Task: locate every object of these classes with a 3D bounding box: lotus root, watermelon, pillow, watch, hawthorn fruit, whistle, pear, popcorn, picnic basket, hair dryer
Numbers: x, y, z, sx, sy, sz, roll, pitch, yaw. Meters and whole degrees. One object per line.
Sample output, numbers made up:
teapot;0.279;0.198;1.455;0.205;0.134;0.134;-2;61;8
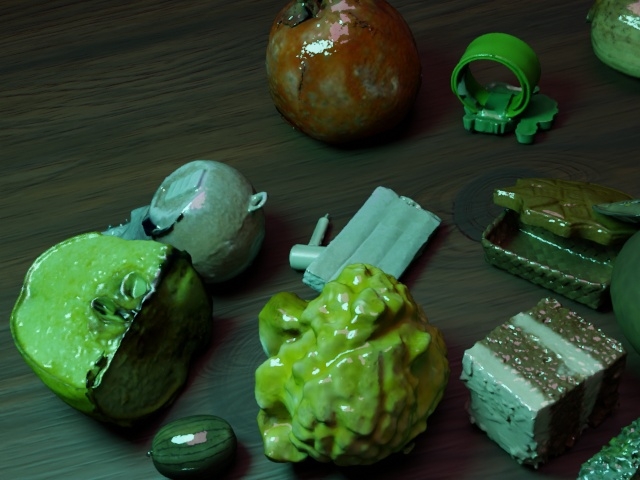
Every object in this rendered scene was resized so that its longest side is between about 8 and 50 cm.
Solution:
lotus root;0.548;-0.349;1.398;0.140;0.154;0.257;-11;38;-46
watermelon;-0.156;0.254;1.024;0.111;0.078;0.078;-11;45;2
pillow;0.472;-0.044;1.094;0.218;0.033;0.130;-5;9;-12
watch;0.306;-0.259;1.371;0.165;0.152;0.131;13;48;26
hawthorn fruit;0.023;-0.312;1.387;0.276;0.307;0.276;-10;56;15
whistle;-0.216;-0.006;1.264;0.348;0.189;0.189;-16;41;27
pear;-0.306;0.121;1.138;0.255;0.164;0.238;9;59;28
popcorn;0.024;0.156;0.997;0.251;0.206;0.237;-32;62;5
picnic basket;0.322;0.022;1.155;0.193;0.055;0.110;26;51;31
hair dryer;0.000;0.000;1.273;0.063;0.038;0.124;5;40;15

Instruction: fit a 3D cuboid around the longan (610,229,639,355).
longan;0.458;0.068;0.975;0.215;0.246;0.246;-28;45;3

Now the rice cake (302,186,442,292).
rice cake;0.080;0.010;1.214;0.124;0.038;0.211;30;57;9

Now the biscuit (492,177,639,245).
biscuit;0.350;-0.050;1.175;0.215;0.034;0.182;10;25;3

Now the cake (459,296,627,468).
cake;0.255;0.168;0.971;0.147;0.135;0.134;-33;47;-25

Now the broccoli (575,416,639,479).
broccoli;0.378;0.275;0.797;0.263;0.247;0.243;-5;69;-47
